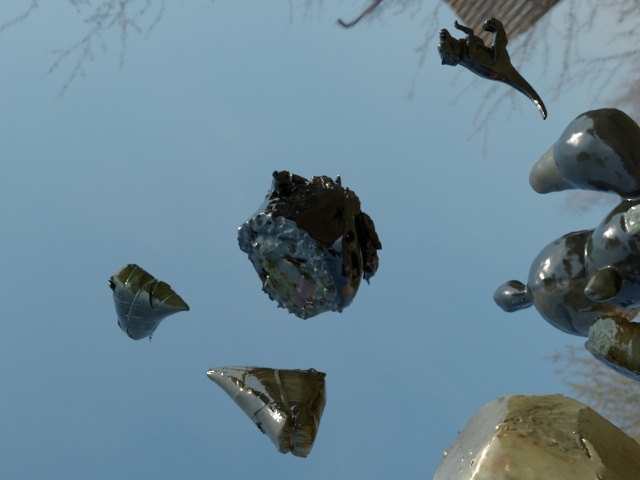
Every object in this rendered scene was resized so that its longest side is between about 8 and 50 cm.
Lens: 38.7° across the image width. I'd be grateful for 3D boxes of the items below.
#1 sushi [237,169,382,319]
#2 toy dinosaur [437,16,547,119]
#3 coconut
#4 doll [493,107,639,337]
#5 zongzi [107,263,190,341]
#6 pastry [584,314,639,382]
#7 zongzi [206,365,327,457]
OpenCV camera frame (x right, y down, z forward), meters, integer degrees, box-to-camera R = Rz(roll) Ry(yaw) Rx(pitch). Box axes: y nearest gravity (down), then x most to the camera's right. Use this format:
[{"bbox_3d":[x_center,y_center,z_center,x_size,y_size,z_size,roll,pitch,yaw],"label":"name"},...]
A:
[{"bbox_3d":[0.003,-0.003,1.532,0.225,0.238,0.219,17,-147,29],"label":"sushi"},{"bbox_3d":[0.258,-0.264,1.465,0.187,0.087,0.178,-2,-106,-24],"label":"toy dinosaur"},{"bbox_3d":[0.332,0.397,1.262,0.353,0.352,0.352,35,-150,-24],"label":"coconut"},{"bbox_3d":[0.492,-0.007,1.620,0.252,0.382,0.378,10,-112,-30],"label":"doll"},{"bbox_3d":[-0.220,0.115,1.229,0.130,0.154,0.062,24,-134,24],"label":"zongzi"},{"bbox_3d":[0.470,0.167,1.352,0.153,0.153,0.081,27,-102,-35],"label":"pastry"},{"bbox_3d":[-0.083,0.219,1.213,0.176,0.078,0.160,10,-165,3],"label":"zongzi"}]
